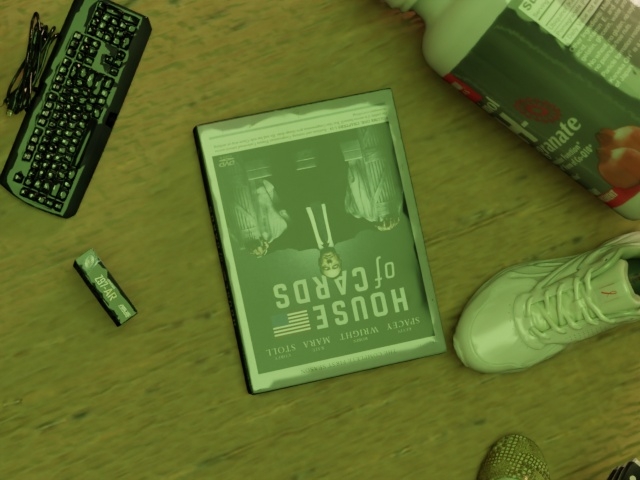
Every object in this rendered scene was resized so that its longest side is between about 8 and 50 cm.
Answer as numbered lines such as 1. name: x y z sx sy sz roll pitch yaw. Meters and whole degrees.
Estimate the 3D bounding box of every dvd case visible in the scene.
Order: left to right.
1. dvd case: 0.000 0.000 1.630 0.179 0.029 0.239 -12 87 -10

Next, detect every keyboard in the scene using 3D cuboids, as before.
1. keyboard: -0.221 -0.122 1.598 0.100 0.038 0.192 22 82 -7

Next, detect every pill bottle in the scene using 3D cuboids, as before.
1. pill bottle: 0.199 -0.176 1.601 0.318 0.176 0.176 37 81 -4

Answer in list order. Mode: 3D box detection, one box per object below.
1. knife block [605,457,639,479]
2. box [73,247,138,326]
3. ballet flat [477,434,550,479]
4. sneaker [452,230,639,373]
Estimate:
1. knife block: 0.241 0.328 1.543 0.088 0.276 0.242 20 112 -7
2. box: -0.181 0.040 1.568 0.018 0.083 0.067 -36 91 -9
3. ballet flat: 0.159 0.270 1.610 0.073 0.067 0.206 4 83 13
4. sneaker: 0.225 0.047 1.618 0.232 0.115 0.090 -25 90 -10
